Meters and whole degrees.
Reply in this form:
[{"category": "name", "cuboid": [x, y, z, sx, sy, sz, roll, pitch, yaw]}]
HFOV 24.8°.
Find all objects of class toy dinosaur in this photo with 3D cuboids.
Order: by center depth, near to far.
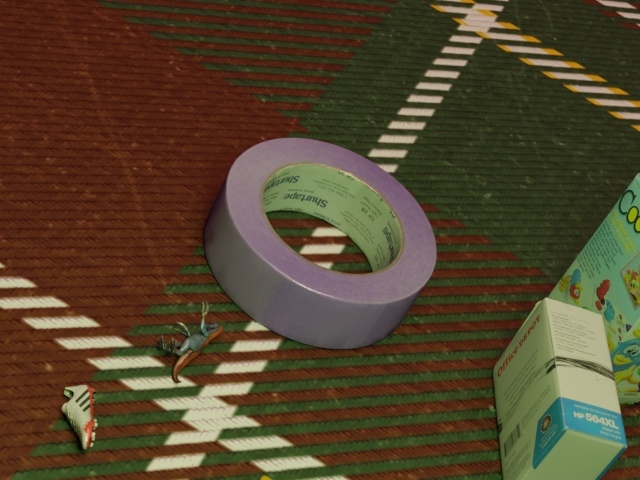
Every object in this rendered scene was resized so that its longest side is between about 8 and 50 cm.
[{"category": "toy dinosaur", "cuboid": [-0.142, 0.115, 1.634, 0.082, 0.047, 0.090, 1, 80, -41]}]

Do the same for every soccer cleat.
[{"category": "soccer cleat", "cuboid": [-0.248, 0.182, 1.497, 0.036, 0.029, 0.083, 5, 42, -14]}]

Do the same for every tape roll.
[{"category": "tape roll", "cuboid": [0.000, 0.000, 1.781, 0.275, 0.090, 0.274, 16, 43, -15]}]

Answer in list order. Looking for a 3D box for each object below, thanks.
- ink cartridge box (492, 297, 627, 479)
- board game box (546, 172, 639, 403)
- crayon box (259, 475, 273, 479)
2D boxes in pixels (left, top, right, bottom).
[{"category": "ink cartridge box", "cuboid": [0.273, 0.192, 1.693, 0.086, 0.148, 0.203, 16, 42, -13]}, {"category": "board game box", "cuboid": [0.405, 0.065, 1.803, 0.142, 0.275, 0.144, 3, 47, -27]}, {"category": "crayon box", "cuboid": [-0.020, 0.367, 1.392, 0.203, 0.083, 0.323, 29, 40, 0]}]
